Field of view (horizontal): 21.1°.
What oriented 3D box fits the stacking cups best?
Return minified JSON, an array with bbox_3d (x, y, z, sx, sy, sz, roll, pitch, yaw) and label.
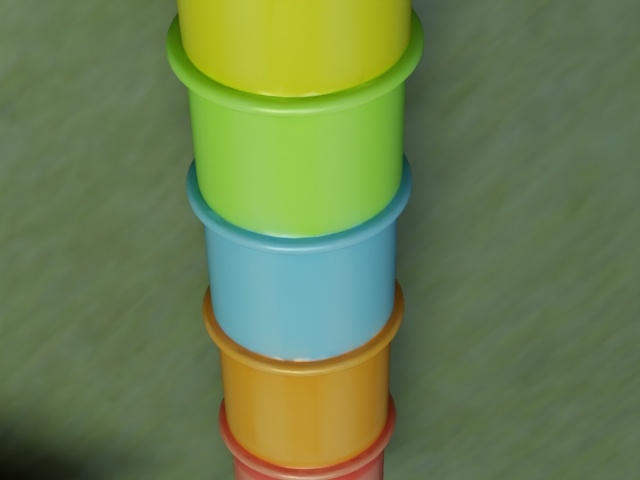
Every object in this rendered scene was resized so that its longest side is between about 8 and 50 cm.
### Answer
[{"bbox_3d":[0.000,0.000,0.654,0.096,0.096,0.316,-8,130,-4],"label":"stacking cups"}]
